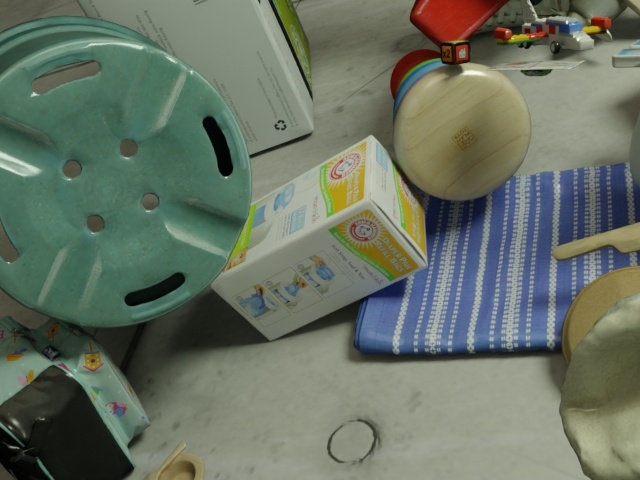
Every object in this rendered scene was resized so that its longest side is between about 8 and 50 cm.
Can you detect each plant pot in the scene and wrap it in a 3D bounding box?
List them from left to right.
[{"bbox_3d":[-0.234,-0.072,0.828,0.341,0.341,0.334,-35,21,-12],"label":"plant pot"}]

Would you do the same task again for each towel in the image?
[{"bbox_3d":[0.206,0.009,0.791,0.336,0.040,0.243,-6,41,24],"label":"towel"}]

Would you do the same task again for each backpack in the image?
[{"bbox_3d":[-0.273,0.155,0.787,0.188,0.166,0.144,17,52,39],"label":"backpack"}]

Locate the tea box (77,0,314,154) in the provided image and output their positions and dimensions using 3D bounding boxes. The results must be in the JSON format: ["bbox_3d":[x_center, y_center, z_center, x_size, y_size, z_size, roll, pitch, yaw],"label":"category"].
[{"bbox_3d":[-0.169,-0.334,1.186,0.220,0.329,0.323,-18,38,11],"label":"tea box"}]

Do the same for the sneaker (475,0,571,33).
[{"bbox_3d":[0.286,-0.356,1.130,0.290,0.106,0.123,-19,35,7],"label":"sneaker"}]

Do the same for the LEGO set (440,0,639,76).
[{"bbox_3d":[0.241,-0.192,0.730,0.244,0.060,0.182,6,22,32],"label":"LEGO set"}]

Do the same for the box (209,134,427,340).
[{"bbox_3d":[0.000,0.000,0.827,0.203,0.103,0.114,-27,33,26],"label":"box"}]

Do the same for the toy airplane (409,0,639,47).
[{"bbox_3d":[0.255,-0.425,0.978,0.384,0.386,0.272,-9,-3,-14],"label":"toy airplane"}]

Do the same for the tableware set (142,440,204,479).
[{"bbox_3d":[-0.138,0.262,0.700,0.141,0.020,0.168,-41,39,-20],"label":"tableware set"}]

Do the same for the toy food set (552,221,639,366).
[{"bbox_3d":[0.266,0.080,0.649,0.132,0.038,0.192,-16,60,26],"label":"toy food set"}]

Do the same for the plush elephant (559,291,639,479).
[{"bbox_3d":[0.218,0.178,0.385,0.255,0.272,0.330,-57,15,0],"label":"plush elephant"}]

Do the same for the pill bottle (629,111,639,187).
[{"bbox_3d":[0.414,-0.047,0.611,0.176,0.176,0.318,-39,41,-17],"label":"pill bottle"}]

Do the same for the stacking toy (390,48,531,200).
[{"bbox_3d":[0.137,-0.159,0.939,0.141,0.141,0.330,-22,20,6],"label":"stacking toy"}]
